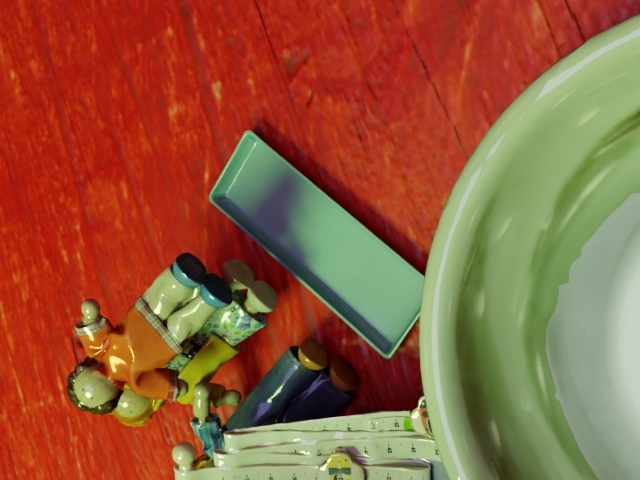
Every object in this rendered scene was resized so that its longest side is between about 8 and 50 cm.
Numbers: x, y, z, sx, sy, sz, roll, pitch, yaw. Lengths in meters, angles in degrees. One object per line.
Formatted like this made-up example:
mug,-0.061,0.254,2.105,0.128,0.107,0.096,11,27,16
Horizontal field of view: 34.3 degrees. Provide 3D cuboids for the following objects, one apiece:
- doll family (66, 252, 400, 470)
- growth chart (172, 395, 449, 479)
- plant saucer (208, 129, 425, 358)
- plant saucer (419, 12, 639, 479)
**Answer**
doll family,-0.067,0.123,0.766,0.263,0.118,0.163,43,108,-7
growth chart,0.013,0.188,0.706,0.237,0.021,0.172,-12,107,8
plant saucer,0.000,0.000,0.759,0.192,0.018,0.067,41,113,19
plant saucer,0.254,0.063,0.573,0.400,0.100,0.401,3,96,30
